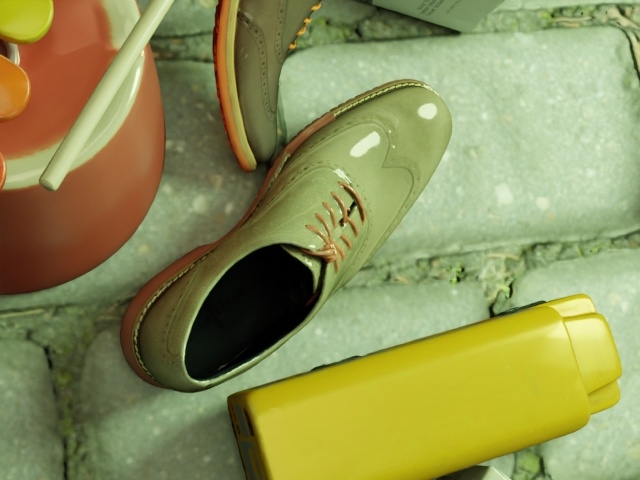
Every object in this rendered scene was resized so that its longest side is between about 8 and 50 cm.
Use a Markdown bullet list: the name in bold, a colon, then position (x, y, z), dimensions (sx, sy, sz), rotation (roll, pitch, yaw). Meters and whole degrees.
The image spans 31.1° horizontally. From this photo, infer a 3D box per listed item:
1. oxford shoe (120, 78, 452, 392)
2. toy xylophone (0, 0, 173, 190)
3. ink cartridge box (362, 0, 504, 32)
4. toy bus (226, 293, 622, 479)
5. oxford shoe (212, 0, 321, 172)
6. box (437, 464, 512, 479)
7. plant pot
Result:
- **oxford shoe**: position (0.000, 0.000, 0.922), dimensions (0.348, 0.130, 0.123), rotation (-46, 111, -15)
- **toy xylophone**: position (-0.209, -0.150, 0.675), dimensions (0.236, 0.081, 0.323), rotation (36, 74, -6)
- **ink cartridge box**: position (0.046, -0.323, 1.010), dimensions (0.272, 0.114, 0.197), rotation (14, 77, -11)
- **toy bus**: position (0.096, 0.129, 0.936), dimensions (0.332, 0.130, 0.108), rotation (-14, 84, -17)
- **oxford shoe**: position (-0.038, -0.180, 0.916), dimensions (0.098, 0.097, 0.271), rotation (-3, 120, -6)
- **box**: position (0.078, 0.315, 0.910), dimensions (0.094, 0.113, 0.275), rotation (38, 72, -4)
- **plant pot**: position (-0.236, -0.104, 0.831), dimensions (0.274, 0.243, 0.275), rotation (2, 80, -14)
